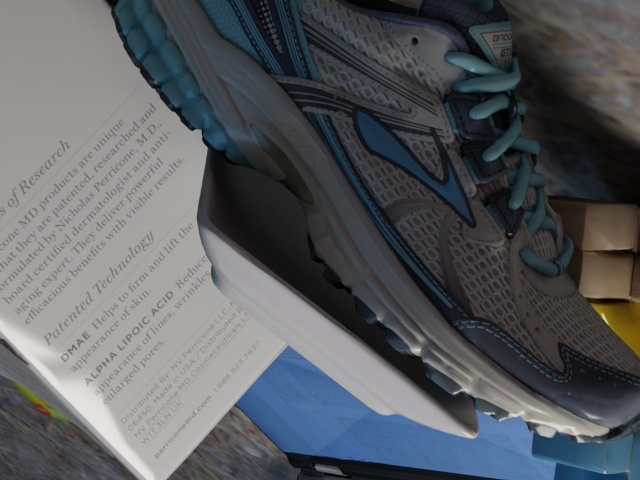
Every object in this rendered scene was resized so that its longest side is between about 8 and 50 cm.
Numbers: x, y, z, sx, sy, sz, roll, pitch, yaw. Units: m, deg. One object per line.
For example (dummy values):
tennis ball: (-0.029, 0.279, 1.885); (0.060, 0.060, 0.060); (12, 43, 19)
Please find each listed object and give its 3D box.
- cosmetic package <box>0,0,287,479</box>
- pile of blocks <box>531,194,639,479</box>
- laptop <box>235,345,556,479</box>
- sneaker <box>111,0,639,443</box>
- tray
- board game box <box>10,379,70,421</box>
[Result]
cosmetic package: (-0.188, -0.070, 0.956); (0.217, 0.156, 0.385); (25, 160, 53)
pile of blocks: (0.198, 0.119, 0.899); (0.112, 0.149, 0.362); (8, 145, 43)
laptop: (0.024, 0.210, 1.191); (0.236, 0.408, 0.382); (8, 175, -39)
sneaker: (0.044, -0.038, 0.776); (0.283, 0.122, 0.110); (45, -166, 6)
tray: (0.000, 0.000, 0.861); (0.145, 0.030, 0.270); (38, -165, -12)
board game box: (-0.221, 0.073, 1.443); (0.092, 0.043, 0.181); (10, 147, 41)
